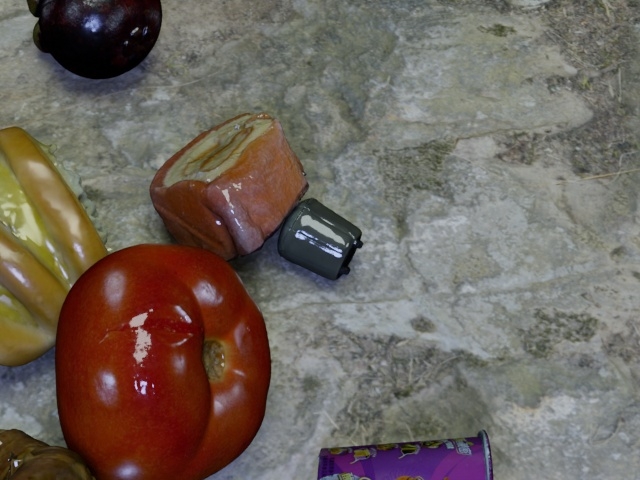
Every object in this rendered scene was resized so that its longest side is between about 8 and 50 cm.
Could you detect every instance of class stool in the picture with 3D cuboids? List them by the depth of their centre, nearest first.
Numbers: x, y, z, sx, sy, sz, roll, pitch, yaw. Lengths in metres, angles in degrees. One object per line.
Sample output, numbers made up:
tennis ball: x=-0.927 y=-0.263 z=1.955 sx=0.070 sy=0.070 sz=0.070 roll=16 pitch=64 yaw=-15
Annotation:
stool: x=0.000 y=0.000 z=1.660 sx=0.110 sy=0.096 sz=0.096 roll=30 pitch=51 yaw=8

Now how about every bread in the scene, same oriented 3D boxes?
bread: x=-0.404 y=-0.001 z=1.508 sx=0.270 sy=0.211 sz=0.315 roll=-21 pitch=54 yaw=-24
bread: x=-0.120 y=-0.083 z=1.661 sx=0.190 sy=0.123 sz=0.244 roll=-4 pitch=32 yaw=35

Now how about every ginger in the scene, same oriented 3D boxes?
ginger: x=-0.317 y=0.266 z=1.286 sx=0.133 sy=0.309 sz=0.107 roll=29 pitch=77 yaw=-25

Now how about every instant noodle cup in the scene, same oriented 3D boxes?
instant noodle cup: x=0.088 y=0.332 z=1.315 sx=0.190 sy=0.251 sz=0.251 roll=1 pitch=50 yaw=3

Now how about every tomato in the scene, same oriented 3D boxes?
tomato: x=-0.194 y=0.152 z=1.385 sx=0.226 sy=0.298 sz=0.298 roll=-14 pitch=42 yaw=29

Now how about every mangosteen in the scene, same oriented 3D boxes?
mangosteen: x=-0.345 y=-0.349 z=1.821 sx=0.210 sy=0.210 sz=0.210 roll=5 pitch=50 yaw=-6
